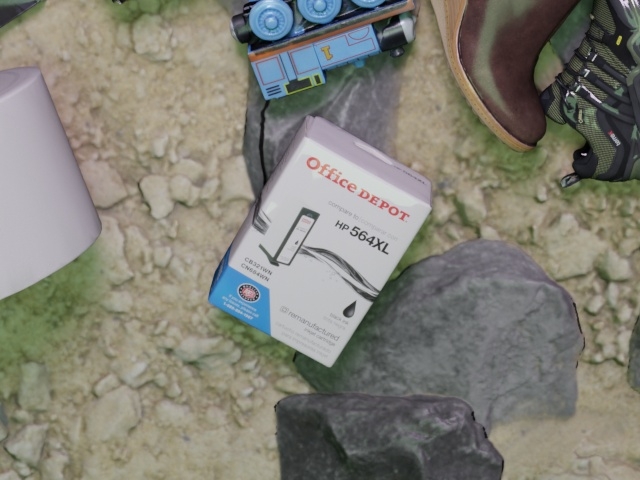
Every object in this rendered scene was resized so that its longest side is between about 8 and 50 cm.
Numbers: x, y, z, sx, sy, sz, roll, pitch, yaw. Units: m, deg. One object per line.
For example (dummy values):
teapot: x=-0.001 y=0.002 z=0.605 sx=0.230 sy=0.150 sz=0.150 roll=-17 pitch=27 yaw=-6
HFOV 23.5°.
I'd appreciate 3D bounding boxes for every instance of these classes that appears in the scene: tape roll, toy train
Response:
tape roll: x=-0.350 y=-0.045 z=1.463 sx=0.246 sy=0.246 sz=0.169 roll=-16 pitch=109 yaw=9
toy train: x=0.008 y=-0.208 z=1.477 sx=0.184 sy=0.080 sz=0.105 roll=-18 pitch=117 yaw=7

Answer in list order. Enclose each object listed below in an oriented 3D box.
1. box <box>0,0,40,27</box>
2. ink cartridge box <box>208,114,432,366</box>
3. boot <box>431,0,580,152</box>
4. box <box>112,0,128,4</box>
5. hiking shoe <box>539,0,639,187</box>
box: x=-0.360 y=-0.272 z=1.497 sx=0.116 sy=0.029 sz=0.162 roll=-31 pitch=106 yaw=13
ink cartridge box: x=0.000 y=0.000 z=1.544 sx=0.148 sy=0.086 sz=0.203 roll=28 pitch=109 yaw=-7
boot: x=0.210 y=-0.224 z=1.419 sx=0.207 sy=0.090 sz=0.248 roll=-23 pitch=93 yaw=30
box: x=-0.117 y=-0.388 z=1.364 sx=0.322 sy=0.079 sz=0.257 roll=-20 pitch=114 yaw=28
hiking shoe: x=0.265 y=-0.157 z=1.474 sx=0.114 sy=0.086 sz=0.227 roll=-8 pitch=108 yaw=5
